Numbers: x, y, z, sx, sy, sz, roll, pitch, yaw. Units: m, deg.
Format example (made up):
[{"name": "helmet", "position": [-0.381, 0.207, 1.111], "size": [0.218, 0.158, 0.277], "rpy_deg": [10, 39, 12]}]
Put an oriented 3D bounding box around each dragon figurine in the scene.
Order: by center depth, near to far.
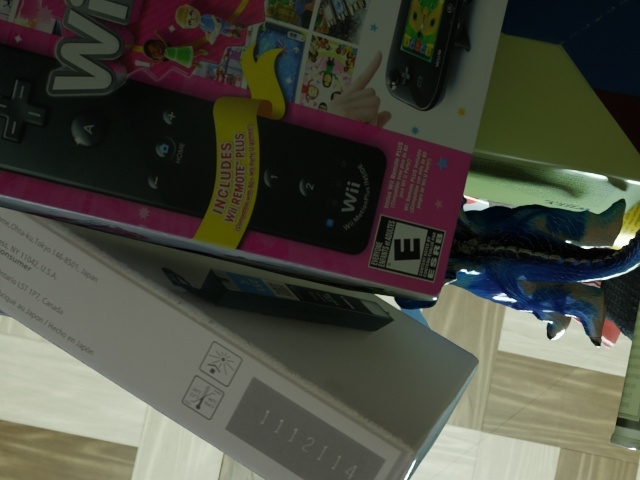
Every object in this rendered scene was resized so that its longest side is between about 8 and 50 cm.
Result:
[{"name": "dragon figurine", "position": [0.090, 0.004, 0.930], "size": [0.144, 0.085, 0.289], "rpy_deg": [12, 177, -8]}]

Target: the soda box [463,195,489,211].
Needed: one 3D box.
[{"name": "soda box", "position": [0.100, -0.089, 1.472], "size": [0.286, 0.098, 0.091], "rpy_deg": [16, 174, -39]}]

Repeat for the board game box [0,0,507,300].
[{"name": "board game box", "position": [-0.067, -0.110, 0.771], "size": [0.303, 0.224, 0.097], "rpy_deg": [13, 178, -27]}]

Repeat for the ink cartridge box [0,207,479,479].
[{"name": "ink cartridge box", "position": [-0.052, 0.016, 0.918], "size": [0.296, 0.066, 0.261], "rpy_deg": [32, -158, 8]}]

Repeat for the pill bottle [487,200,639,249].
[{"name": "pill bottle", "position": [0.256, -0.051, 1.393], "size": [0.208, 0.118, 0.117], "rpy_deg": [12, 176, -14]}]

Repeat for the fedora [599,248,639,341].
[{"name": "fedora", "position": [0.396, 0.052, 1.653], "size": [0.334, 0.152, 0.334], "rpy_deg": [21, -167, -5]}]

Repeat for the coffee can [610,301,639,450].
[{"name": "coffee can", "position": [0.310, 0.017, 1.057], "size": [0.201, 0.275, 0.201], "rpy_deg": [12, 176, 1]}]

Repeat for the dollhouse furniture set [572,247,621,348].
[{"name": "dollhouse furniture set", "position": [0.480, 0.103, 1.962], "size": [0.374, 0.152, 0.201], "rpy_deg": [31, 170, -15]}]

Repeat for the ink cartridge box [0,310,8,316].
[{"name": "ink cartridge box", "position": [-0.223, -0.065, 1.428], "size": [0.160, 0.279, 0.384], "rpy_deg": [15, 175, -44]}]

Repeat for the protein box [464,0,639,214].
[{"name": "protein box", "position": [0.104, -0.103, 0.983], "size": [0.199, 0.136, 0.201], "rpy_deg": [11, 175, 4]}]

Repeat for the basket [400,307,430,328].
[{"name": "basket", "position": [0.000, 0.000, 1.936], "size": [0.289, 0.201, 0.255], "rpy_deg": [26, -155, -34]}]
